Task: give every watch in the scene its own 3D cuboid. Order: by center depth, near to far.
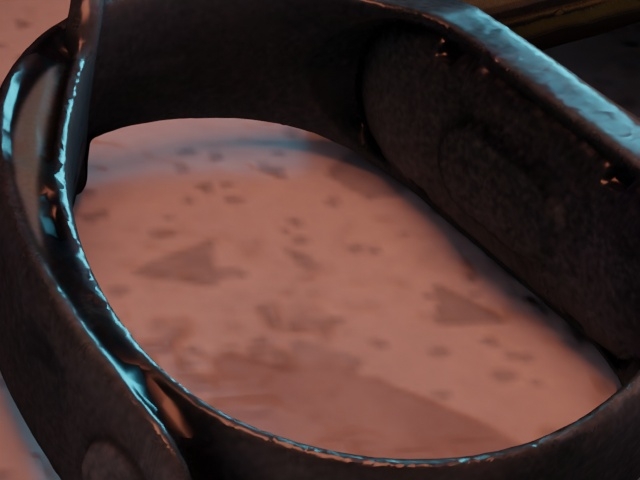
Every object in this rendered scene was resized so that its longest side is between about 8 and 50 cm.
[{"bbox_3d":[0.000,0.000,0.500,0.193,0.068,0.206,-18,46,-33],"label":"watch"}]

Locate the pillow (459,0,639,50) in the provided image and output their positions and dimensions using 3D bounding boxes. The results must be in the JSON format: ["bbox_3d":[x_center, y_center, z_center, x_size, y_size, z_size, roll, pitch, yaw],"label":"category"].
[{"bbox_3d":[0.132,-0.121,0.635,0.208,0.052,0.212,-14,20,35],"label":"pillow"}]
